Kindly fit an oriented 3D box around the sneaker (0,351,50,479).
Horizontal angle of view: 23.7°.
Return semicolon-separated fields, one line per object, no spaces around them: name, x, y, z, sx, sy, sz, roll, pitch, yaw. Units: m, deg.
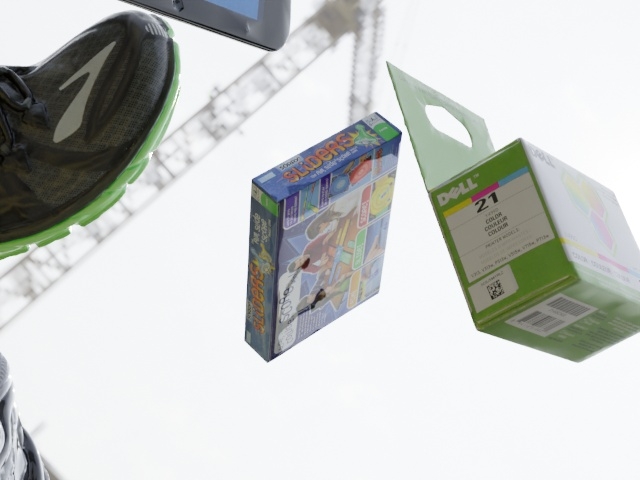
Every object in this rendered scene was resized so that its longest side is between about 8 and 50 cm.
sneaker;-0.288;0.231;1.274;0.101;0.268;0.153;-5;-40;10

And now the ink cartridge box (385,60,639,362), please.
ink cartridge box;0.170;-0.041;1.275;0.097;0.189;0.255;-30;-117;25

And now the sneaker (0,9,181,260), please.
sneaker;-0.347;-0.086;1.411;0.185;0.483;0.202;55;-10;41

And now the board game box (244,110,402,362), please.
board game box;0.000;0.000;1.292;0.035;0.136;0.201;41;-35;29

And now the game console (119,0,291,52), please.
game console;-0.045;-0.286;1.014;0.250;0.293;0.173;-36;-111;24
